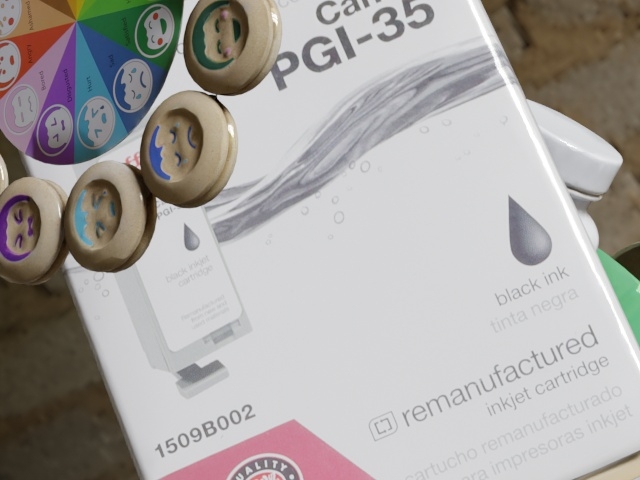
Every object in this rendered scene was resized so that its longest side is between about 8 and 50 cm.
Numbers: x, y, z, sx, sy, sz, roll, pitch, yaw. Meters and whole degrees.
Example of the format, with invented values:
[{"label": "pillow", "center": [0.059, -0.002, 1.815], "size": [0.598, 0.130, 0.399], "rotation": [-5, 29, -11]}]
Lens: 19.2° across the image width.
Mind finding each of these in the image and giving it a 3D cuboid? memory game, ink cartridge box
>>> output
[{"label": "memory game", "center": [-0.084, -0.076, 0.633], "size": [0.186, 0.012, 0.186], "rotation": [-7, 78, 38]}, {"label": "ink cartridge box", "center": [0.000, 0.000, 0.803], "size": [0.207, 0.283, 0.117], "rotation": [-24, -15, 5]}]

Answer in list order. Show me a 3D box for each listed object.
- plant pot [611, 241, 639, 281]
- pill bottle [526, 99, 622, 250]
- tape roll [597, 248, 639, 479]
[{"label": "plant pot", "center": [0.413, 0.120, 1.823], "size": [0.191, 0.284, 0.284], "rotation": [-13, 10, -33]}, {"label": "pill bottle", "center": [0.091, 0.012, 1.017], "size": [0.169, 0.094, 0.094], "rotation": [-61, 20, 16]}, {"label": "tape roll", "center": [0.243, 0.126, 1.707], "size": [0.077, 0.321, 0.321], "rotation": [-40, 24, -16]}]
